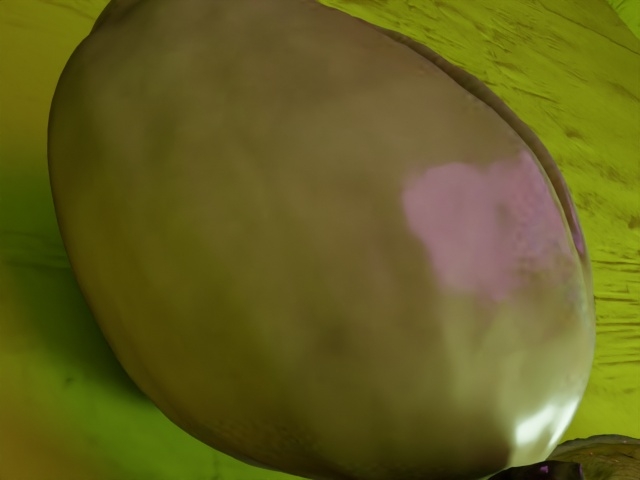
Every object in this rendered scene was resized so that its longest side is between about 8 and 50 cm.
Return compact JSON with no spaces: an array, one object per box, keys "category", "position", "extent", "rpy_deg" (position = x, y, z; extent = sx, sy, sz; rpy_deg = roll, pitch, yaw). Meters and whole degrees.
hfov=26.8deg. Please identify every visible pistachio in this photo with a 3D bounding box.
[{"category":"pistachio","position":[0.000,0.000,0.660],"extent":[0.230,0.230,0.309],"rpy_deg":[11,38,-54]}]

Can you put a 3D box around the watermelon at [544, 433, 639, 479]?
[{"category":"watermelon","position":[0.219,0.194,0.815],"extent":[0.204,0.127,0.232],"rpy_deg":[8,3,14]}]

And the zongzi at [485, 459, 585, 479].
[{"category":"zongzi","position":[0.102,0.283,0.497],"extent":[0.317,0.154,0.289],"rpy_deg":[52,31,-7]}]
